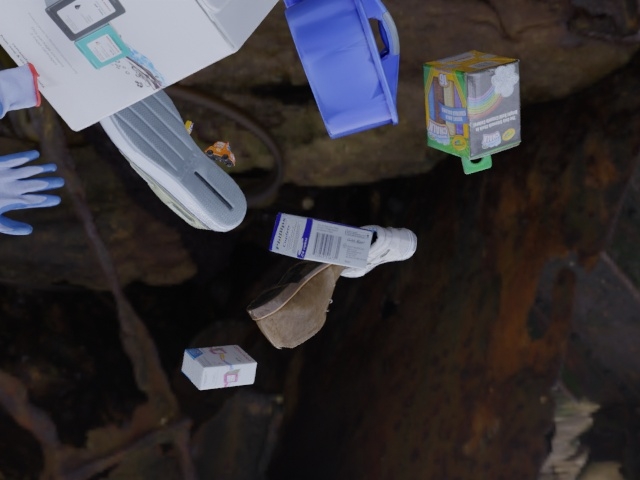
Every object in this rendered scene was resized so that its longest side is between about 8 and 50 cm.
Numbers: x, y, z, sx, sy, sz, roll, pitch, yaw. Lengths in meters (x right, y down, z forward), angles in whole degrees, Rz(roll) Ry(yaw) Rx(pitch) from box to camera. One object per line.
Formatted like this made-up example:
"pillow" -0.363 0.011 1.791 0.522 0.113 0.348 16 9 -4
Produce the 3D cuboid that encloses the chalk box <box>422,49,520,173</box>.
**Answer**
"chalk box" 0.287 -0.235 1.798 0.132 0.132 0.213 -18 117 -27

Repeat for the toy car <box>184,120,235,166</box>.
"toy car" -0.196 -0.179 1.723 0.060 0.040 0.122 12 161 31

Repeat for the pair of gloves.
"pair of gloves" -0.350 -0.098 0.981 0.159 0.198 0.023 -14 -178 -35

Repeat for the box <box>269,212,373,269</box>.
"box" 0.000 0.000 1.657 0.126 0.072 0.137 11 180 -30

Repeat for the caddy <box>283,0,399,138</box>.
"caddy" 0.054 -0.351 1.728 0.179 0.241 0.341 -20 131 4

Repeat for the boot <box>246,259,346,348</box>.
"boot" -0.017 0.105 1.900 0.112 0.305 0.115 -18 107 48

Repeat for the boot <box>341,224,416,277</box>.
"boot" 0.083 0.015 2.106 0.123 0.095 0.258 14 156 -37

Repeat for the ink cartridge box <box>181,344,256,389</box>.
"ink cartridge box" -0.201 0.251 1.900 0.122 0.052 0.088 0 -160 -35

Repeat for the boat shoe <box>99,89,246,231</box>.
"boat shoe" -0.233 -0.120 1.365 0.094 0.109 0.302 -15 122 46

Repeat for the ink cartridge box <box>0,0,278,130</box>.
"ink cartridge box" -0.199 -0.285 1.042 0.270 0.198 0.197 -17 121 37
